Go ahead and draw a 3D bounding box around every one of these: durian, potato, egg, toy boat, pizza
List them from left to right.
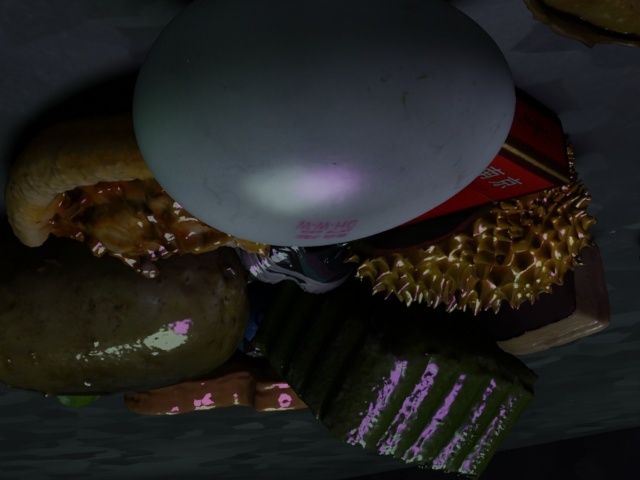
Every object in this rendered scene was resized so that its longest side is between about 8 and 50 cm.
[{"bbox_3d":[-0.214,0.066,1.471,0.307,0.173,0.210,-5,166,5],"label":"potato"},{"bbox_3d":[-0.149,-0.034,1.216,0.365,0.074,0.182,-6,139,46],"label":"pizza"},{"bbox_3d":[0.006,-0.089,0.982,0.264,0.183,0.183,-7,166,-23],"label":"egg"},{"bbox_3d":[0.145,0.010,1.427,0.249,0.183,0.138,-11,122,38],"label":"durian"},{"bbox_3d":[0.240,0.069,1.741,0.188,0.116,0.061,-22,153,38],"label":"toy boat"}]

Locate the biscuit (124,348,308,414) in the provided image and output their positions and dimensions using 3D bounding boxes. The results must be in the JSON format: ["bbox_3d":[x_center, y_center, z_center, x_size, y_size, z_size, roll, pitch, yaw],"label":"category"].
[{"bbox_3d":[-0.088,0.163,1.892,0.312,0.057,0.351,-1,-175,23],"label":"biscuit"}]

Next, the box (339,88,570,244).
[{"bbox_3d":[0.077,-0.065,1.294,0.239,0.074,0.153,-16,157,28],"label":"box"}]

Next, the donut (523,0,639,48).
[{"bbox_3d":[0.243,-0.198,0.844,0.272,0.107,0.272,-2,160,-1],"label":"donut"}]

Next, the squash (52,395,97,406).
[{"bbox_3d":[-0.300,0.145,1.854,0.101,0.101,0.378,-2,168,-13],"label":"squash"}]

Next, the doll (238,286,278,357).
[{"bbox_3d":[-0.075,0.101,1.807,0.114,0.085,0.152,-24,-179,-21],"label":"doll"}]

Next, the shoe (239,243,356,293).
[{"bbox_3d":[0.000,0.000,1.512,0.099,0.071,0.169,-32,156,33],"label":"shoe"}]

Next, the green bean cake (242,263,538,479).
[{"bbox_3d":[0.081,0.130,1.655,0.247,0.156,0.250,20,-164,-37],"label":"green bean cake"}]
